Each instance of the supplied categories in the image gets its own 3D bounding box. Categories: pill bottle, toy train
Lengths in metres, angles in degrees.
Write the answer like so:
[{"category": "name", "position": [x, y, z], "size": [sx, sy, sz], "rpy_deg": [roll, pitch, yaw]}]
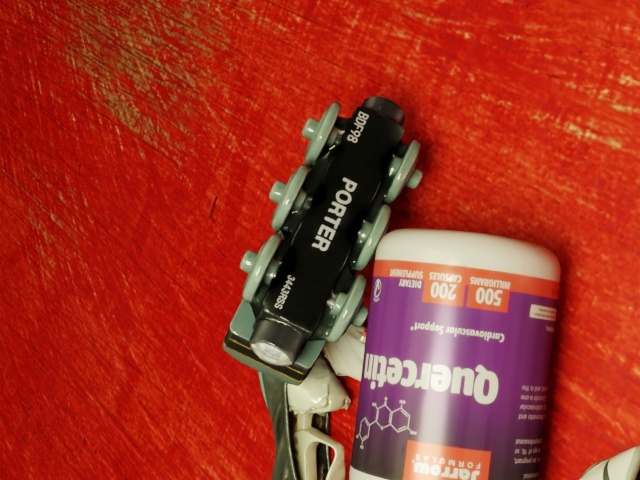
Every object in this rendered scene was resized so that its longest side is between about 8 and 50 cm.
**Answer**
[{"category": "pill bottle", "position": [0.127, 0.156, 1.106], "size": [0.181, 0.181, 0.323], "rpy_deg": [2, 83, 49]}, {"category": "toy train", "position": [0.000, 0.000, 1.244], "size": [0.190, 0.142, 0.334], "rpy_deg": [120, 175, -63]}]

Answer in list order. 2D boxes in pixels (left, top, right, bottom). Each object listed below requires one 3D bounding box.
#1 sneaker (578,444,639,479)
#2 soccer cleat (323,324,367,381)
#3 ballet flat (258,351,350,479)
[{"category": "sneaker", "position": [0.304, 0.309, 0.914], "size": [0.146, 0.122, 0.330], "rpy_deg": [-55, 46, 29]}, {"category": "soccer cleat", "position": [0.021, 0.113, 1.329], "size": [0.196, 0.068, 0.076], "rpy_deg": [38, 118, 45]}, {"category": "ballet flat", "position": [-0.010, 0.215, 1.330], "size": [0.096, 0.095, 0.280], "rpy_deg": [-5, 89, 38]}]
